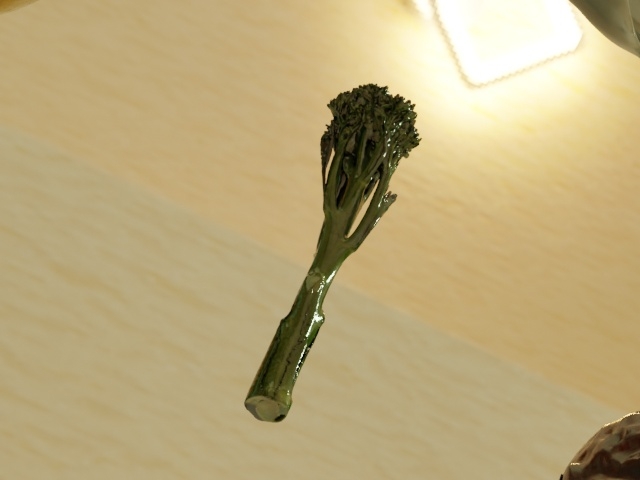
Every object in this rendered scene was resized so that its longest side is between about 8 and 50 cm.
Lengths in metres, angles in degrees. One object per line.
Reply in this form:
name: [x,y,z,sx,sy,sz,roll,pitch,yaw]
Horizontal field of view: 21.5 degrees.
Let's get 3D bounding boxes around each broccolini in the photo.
broccolini: [0.000,0.000,0.609,0.030,0.035,0.140,-18,-140,51]

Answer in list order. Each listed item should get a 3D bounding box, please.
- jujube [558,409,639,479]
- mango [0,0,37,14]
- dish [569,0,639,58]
jujube: [0.276,0.200,1.063,0.290,0.197,0.197,13,-104,48]
mango: [-0.187,-0.229,1.145,0.227,0.109,0.147,-31,180,-19]
dish: [0.119,-0.140,0.734,0.091,0.039,0.137,-13,95,-63]
